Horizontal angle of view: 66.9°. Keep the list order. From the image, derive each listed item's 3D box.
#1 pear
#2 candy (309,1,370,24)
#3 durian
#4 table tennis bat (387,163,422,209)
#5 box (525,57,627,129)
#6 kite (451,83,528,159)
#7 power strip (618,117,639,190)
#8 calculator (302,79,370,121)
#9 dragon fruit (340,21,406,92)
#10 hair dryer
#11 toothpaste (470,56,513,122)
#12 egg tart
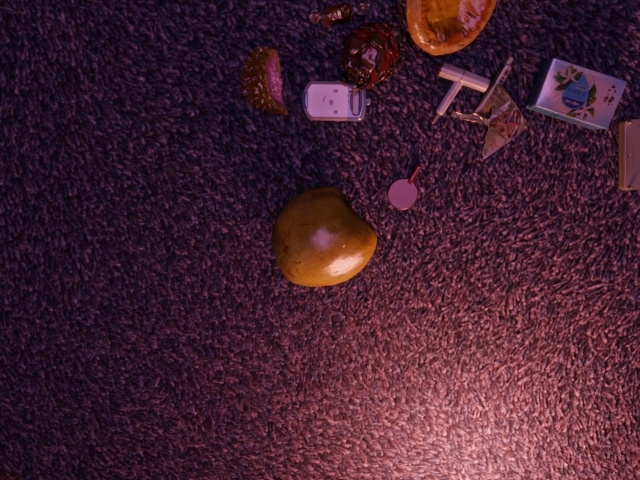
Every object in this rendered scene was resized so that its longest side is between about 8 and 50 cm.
[{"bbox_3d":[0.000,0.000,1.440,0.304,0.304,0.303,0,101,2],"label":"pear"},{"bbox_3d":[0.057,-0.670,1.428,0.182,0.046,0.053,-8,99,5],"label":"candy"},{"bbox_3d":[-0.167,-0.476,1.456,0.132,0.165,0.182,-18,131,-34],"label":"durian"},{"bbox_3d":[0.274,-0.170,1.536,0.098,0.019,0.154,28,103,-3],"label":"table tennis bat"},{"bbox_3d":[0.753,-0.431,1.436,0.233,0.083,0.142,18,100,-1],"label":"box"},{"bbox_3d":[0.517,-0.360,1.478,0.250,0.012,0.229,6,108,-6],"label":"kite"},{"bbox_3d":[0.991,-0.266,1.471,0.145,0.061,0.215,-7,102,4],"label":"power strip"},{"bbox_3d":[0.048,-0.426,1.481,0.211,0.039,0.120,2,103,1],"label":"calculator"},{"bbox_3d":[0.144,-0.532,1.391,0.189,0.182,0.182,-41,100,-35],"label":"dragon fruit"},{"bbox_3d":[0.405,-0.426,1.474,0.155,0.044,0.183,19,106,-1],"label":"hair dryer"},{"bbox_3d":[0.522,-0.456,1.464,0.049,0.031,0.204,25,104,-8],"label":"toothpaste"},{"bbox_3d":[0.353,-0.689,1.350,0.319,0.128,0.318,-13,128,-17],"label":"egg tart"}]
